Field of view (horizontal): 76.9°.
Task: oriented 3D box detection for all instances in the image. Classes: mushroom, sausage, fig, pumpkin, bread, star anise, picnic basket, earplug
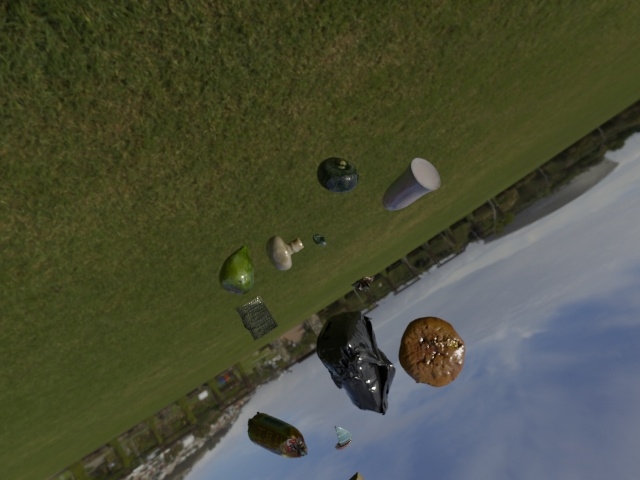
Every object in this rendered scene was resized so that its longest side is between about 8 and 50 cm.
[{"bbox_3d":[-0.217,0.053,2.280,0.209,0.207,0.206,-55,175,-16],"label":"mushroom"},{"bbox_3d":[-0.149,0.750,1.517,0.117,0.125,0.318,-24,-169,-40],"label":"sausage"},{"bbox_3d":[-0.396,0.140,1.915,0.167,0.233,0.167,5,179,0],"label":"fig"},{"bbox_3d":[0.067,-0.256,1.570,0.167,0.167,0.125,-19,126,-53],"label":"pumpkin"},{"bbox_3d":[0.508,0.506,1.853,0.312,0.312,0.172,-33,166,-2],"label":"bread"},{"bbox_3d":[0.226,0.238,2.221,0.129,0.056,0.124,-12,-154,23],"label":"star anise"},{"bbox_3d":[-0.337,0.410,2.123,0.154,0.196,0.134,-32,177,-11],"label":"picnic basket"},{"bbox_3d":[0.405,-0.239,1.926,0.173,0.172,0.301,-25,169,-38],"label":"earplug"}]

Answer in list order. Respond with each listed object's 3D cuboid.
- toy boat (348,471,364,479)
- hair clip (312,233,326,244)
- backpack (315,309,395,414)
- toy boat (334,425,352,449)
[{"bbox_3d":[0.061,0.900,1.394,0.226,0.068,0.088,-41,-178,-16],"label":"toy boat"},{"bbox_3d":[0.000,0.002,1.937,0.066,0.036,0.229,8,-171,-8],"label":"hair clip"},{"bbox_3d":[0.175,0.543,1.783,0.255,0.445,0.363,-22,-166,20],"label":"backpack"},{"bbox_3d":[0.100,0.872,1.802,0.096,0.122,0.034,-21,-154,-22],"label":"toy boat"}]
